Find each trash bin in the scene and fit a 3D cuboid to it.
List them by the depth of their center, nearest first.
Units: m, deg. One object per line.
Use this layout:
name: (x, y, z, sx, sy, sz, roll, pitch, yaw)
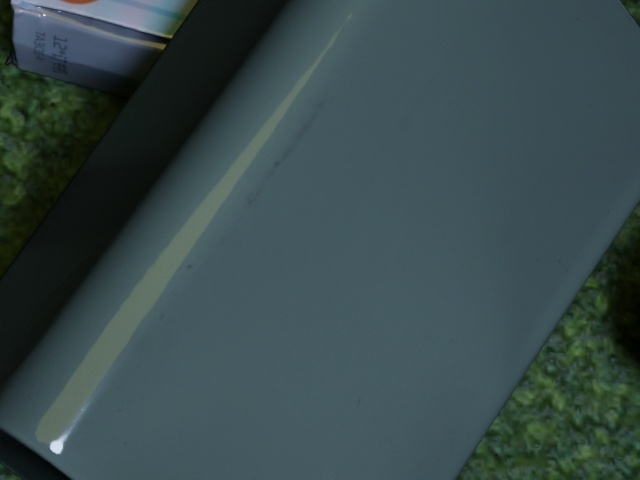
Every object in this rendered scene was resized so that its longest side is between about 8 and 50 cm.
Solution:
trash bin: (0.000, 0.000, 0.619, 0.223, 0.158, 0.343, 45, 69, -27)

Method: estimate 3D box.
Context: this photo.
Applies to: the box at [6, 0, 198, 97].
box: (-0.087, -0.210, 0.753, 0.135, 0.079, 0.269, 14, 67, -6)
